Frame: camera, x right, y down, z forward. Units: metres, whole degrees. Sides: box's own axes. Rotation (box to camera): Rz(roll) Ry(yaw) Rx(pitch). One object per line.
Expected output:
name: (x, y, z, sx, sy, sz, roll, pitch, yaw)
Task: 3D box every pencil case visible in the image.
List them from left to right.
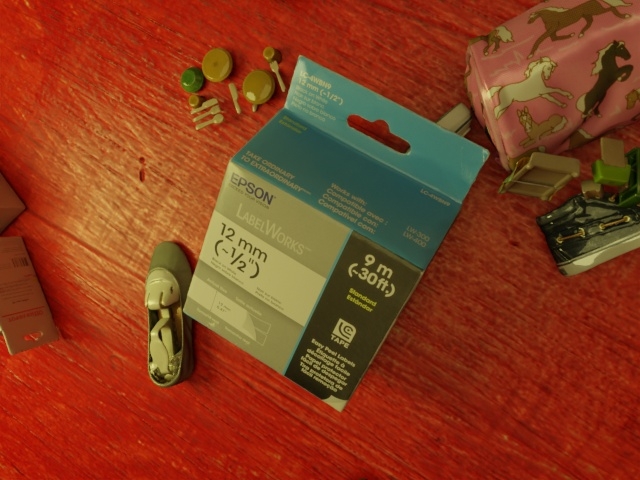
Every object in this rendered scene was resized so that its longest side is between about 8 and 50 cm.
pencil case: (0.351, -0.207, 0.569, 0.386, 0.167, 0.160, -22, 70, 16)

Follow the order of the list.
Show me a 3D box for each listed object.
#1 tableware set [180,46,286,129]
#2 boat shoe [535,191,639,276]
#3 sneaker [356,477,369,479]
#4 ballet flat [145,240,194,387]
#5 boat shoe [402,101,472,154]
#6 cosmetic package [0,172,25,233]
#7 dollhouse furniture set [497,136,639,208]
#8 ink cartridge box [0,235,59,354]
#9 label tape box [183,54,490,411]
tableware set: (-0.124, -0.225, 0.765, 0.154, 0.024, 0.104, -20, 85, 16)
boat shoe: (0.350, -0.033, 0.628, 0.183, 0.065, 0.083, -28, 84, 14)
sneaker: (-0.012, 0.386, 0.751, 0.086, 0.064, 0.192, 38, 105, 5)
ballet flat: (-0.222, 0.108, 0.787, 0.072, 0.068, 0.213, -3, 93, 15)
boat shoe: (0.117, -0.070, 0.689, 0.076, 0.083, 0.226, 44, 115, -2)
cosmetic package: (-0.638, -0.065, 0.851, 0.225, 0.138, 0.224, -41, 83, 12)
dollhouse furniture set: (0.276, -0.080, 0.587, 0.152, 0.076, 0.058, 9, 71, -3)
ink cartridge box: (-0.490, 0.089, 0.838, 0.062, 0.104, 0.181, -23, 87, 15)
label tape box: (0.000, 0.000, 0.645, 0.249, 0.115, 0.347, 30, 123, 11)
